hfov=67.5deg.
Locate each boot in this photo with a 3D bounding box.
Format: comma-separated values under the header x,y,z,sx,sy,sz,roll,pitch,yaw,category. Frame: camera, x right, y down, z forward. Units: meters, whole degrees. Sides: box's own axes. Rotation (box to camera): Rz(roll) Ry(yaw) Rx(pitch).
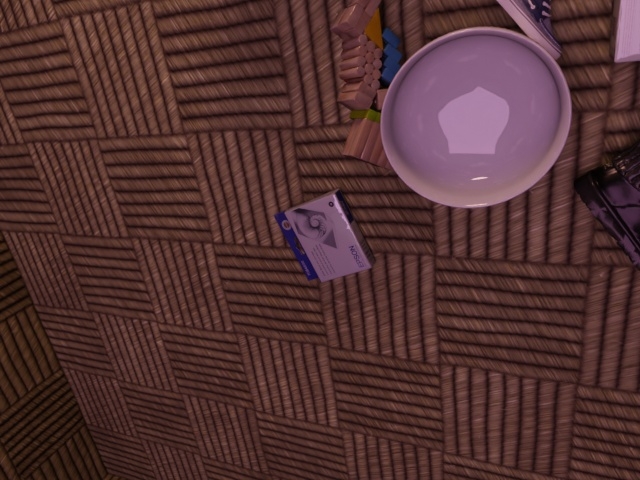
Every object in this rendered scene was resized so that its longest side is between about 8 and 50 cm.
x,y,z,sx,sy,sz,roll,pitch,yaw,category
0.672,-0.057,0.855,0.348,0.131,0.260,48,129,-3,boot
0.387,-0.417,0.851,0.190,0.069,0.086,48,120,-1,boot

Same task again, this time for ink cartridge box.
x,y,z,sx,sy,sz,roll,pitch,yaw,category
0.000,0.000,1.265,0.224,0.045,0.223,-20,106,32,ink cartridge box

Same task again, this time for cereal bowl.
x,y,z,sx,sy,sz,roll,pitch,yaw,category
0.297,-0.240,0.937,0.340,0.141,0.338,10,120,18,cereal bowl

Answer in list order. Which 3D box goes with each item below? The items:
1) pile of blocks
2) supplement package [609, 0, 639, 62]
x,y,z,sx,sy,sz,roll,pitch,yaw,category
0.103,-0.334,1.025,0.113,0.149,0.361,-149,53,-63,pile of blocks
0.578,-0.355,0.772,0.180,0.105,0.105,3,116,25,supplement package
